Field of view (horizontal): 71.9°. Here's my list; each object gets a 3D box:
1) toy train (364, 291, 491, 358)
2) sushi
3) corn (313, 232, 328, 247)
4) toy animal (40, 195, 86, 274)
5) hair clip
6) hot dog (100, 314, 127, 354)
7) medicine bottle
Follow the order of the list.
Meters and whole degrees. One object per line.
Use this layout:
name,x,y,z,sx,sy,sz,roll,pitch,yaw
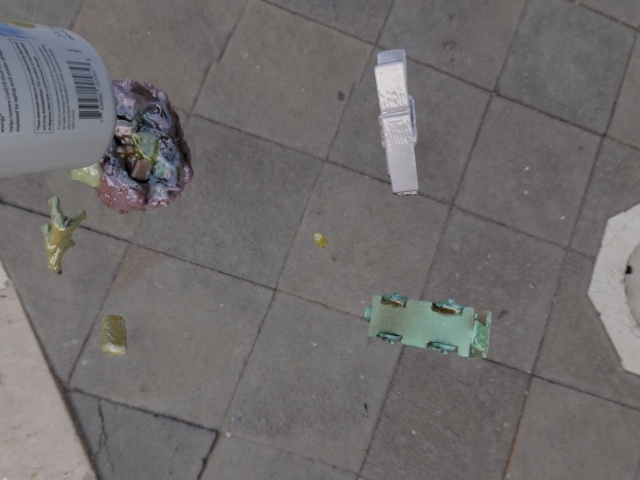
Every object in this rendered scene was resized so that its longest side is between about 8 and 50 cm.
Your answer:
toy train,0.261,0.204,1.094,0.159,0.326,0.129,17,79,-44
sushi,-0.385,-0.181,0.884,0.236,0.171,0.270,-31,114,-31
corn,0.000,0.000,1.042,0.027,0.083,0.028,26,85,15
toy animal,-0.726,-0.009,1.232,0.103,0.218,0.101,14,38,-36
hair clip,0.179,-0.261,1.014,0.085,0.331,0.101,-1,42,14
hot dog,-0.303,0.143,0.643,0.030,0.090,0.034,22,102,-34
medicine bottle,-0.355,-0.130,0.404,0.157,0.289,0.157,8,108,26
